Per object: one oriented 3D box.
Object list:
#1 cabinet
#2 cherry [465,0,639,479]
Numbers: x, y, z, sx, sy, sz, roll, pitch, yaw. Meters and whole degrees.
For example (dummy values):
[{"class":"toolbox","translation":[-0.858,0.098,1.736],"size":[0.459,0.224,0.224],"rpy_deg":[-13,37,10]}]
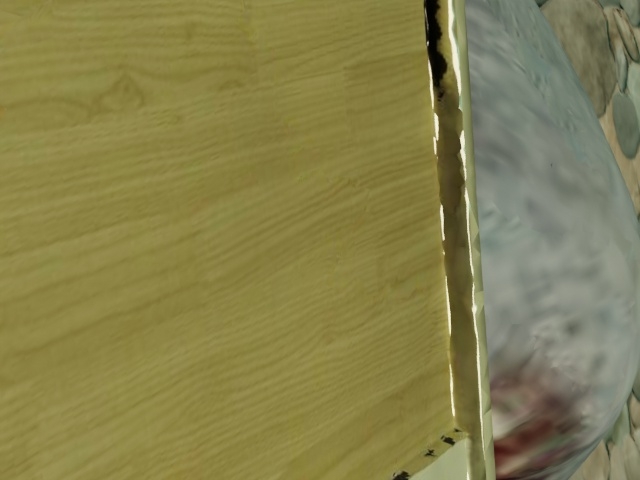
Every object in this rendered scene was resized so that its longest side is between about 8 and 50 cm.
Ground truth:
[{"class":"cabinet","translation":[-0.112,-0.001,0.417],"size":[0.290,0.227,0.318],"rpy_deg":[-23,111,-63]},{"class":"cherry","translation":[0.000,0.000,0.681],"size":[0.255,0.218,0.296],"rpy_deg":[16,61,-49]}]
